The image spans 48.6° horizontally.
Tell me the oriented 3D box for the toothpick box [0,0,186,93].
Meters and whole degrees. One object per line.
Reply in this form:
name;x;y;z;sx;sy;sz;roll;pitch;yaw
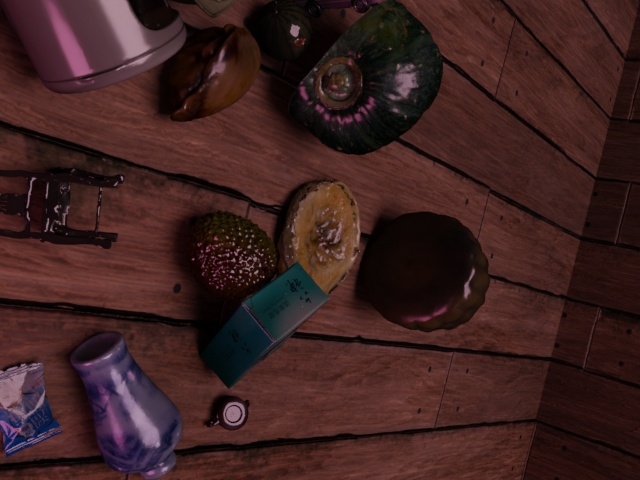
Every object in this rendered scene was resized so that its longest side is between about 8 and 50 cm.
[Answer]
toothpick box;-0.333;-0.366;0.904;0.229;0.229;0.316;-44;130;-34

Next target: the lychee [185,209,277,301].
lychee;-0.164;0.023;1.260;0.171;0.171;0.171;-18;114;-47

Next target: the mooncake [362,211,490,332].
mooncake;0.257;0.077;1.680;0.161;0.290;0.290;24;82;-56

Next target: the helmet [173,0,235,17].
helmet;-0.219;-0.431;1.055;0.257;0.137;0.204;-73;147;-45

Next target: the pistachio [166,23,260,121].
pistachio;-0.184;-0.276;1.171;0.210;0.131;0.165;-57;178;-23

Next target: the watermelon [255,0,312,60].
watermelon;-0.069;-0.388;1.280;0.105;0.105;0.133;-63;159;-17

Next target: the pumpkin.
pumpkin;0.110;-0.287;1.365;0.293;0.197;0.263;-45;177;16

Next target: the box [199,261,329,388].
box;-0.107;0.160;1.301;0.153;0.092;0.245;-37;172;-39

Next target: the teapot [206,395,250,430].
teapot;-0.184;0.345;1.412;0.100;0.045;0.067;-25;96;-25

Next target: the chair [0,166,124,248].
chair;-0.404;-0.054;1.006;0.229;0.113;0.106;7;96;-13

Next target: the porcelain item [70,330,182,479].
porcelain item;-0.316;0.278;1.168;0.141;0.141;0.259;-37;118;-38

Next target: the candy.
candy;-0.449;0.250;1.069;0.088;0.038;0.136;-19;108;-32

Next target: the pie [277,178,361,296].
pie;0.000;0.000;1.524;0.274;0.055;0.274;-19;116;-47

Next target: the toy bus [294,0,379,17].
toy bus;0.039;-0.488;1.315;0.096;0.199;0.108;-49;131;-31
